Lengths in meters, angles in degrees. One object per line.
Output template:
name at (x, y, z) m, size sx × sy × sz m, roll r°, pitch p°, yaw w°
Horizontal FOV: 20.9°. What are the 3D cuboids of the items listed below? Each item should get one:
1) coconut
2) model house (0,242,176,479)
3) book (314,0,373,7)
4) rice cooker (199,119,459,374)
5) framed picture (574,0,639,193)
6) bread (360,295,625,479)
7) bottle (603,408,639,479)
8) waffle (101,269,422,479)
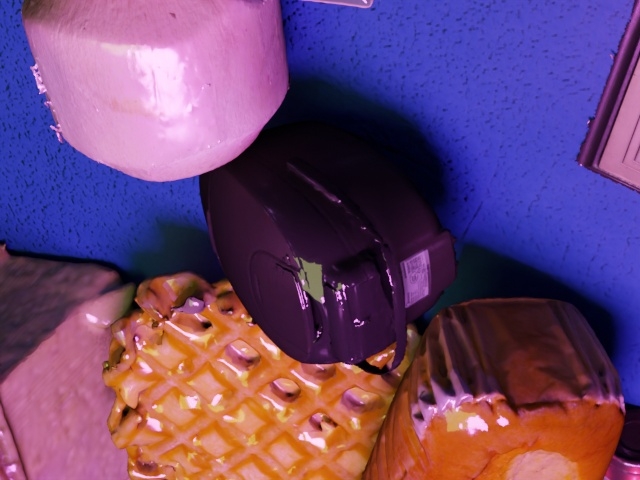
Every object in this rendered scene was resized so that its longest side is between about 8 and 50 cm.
coconut at (-0.107, -0.137, 1.101) m, size 0.171 × 0.171 × 0.182 m, roll 6°, pitch 126°, yaw 30°
model house at (-0.312, 0.167, 1.420) m, size 0.321 × 0.266 × 0.261 m, roll 5°, pitch 123°, yaw 31°
book at (-0.150, -0.267, 0.955) m, size 0.379 × 0.031 × 0.264 m, roll 8°, pitch 122°, yaw 8°
rice cooker at (0.000, 0.001, 1.145) m, size 0.203 × 0.118 × 0.142 m, roll 38°, pitch 146°, yaw 43°
framed picture at (0.261, -0.073, 1.016) m, size 0.199 × 0.010 × 0.195 m, roll 26°, pitch 135°, yaw 14°
bread at (0.104, 0.164, 1.200) m, size 0.153 × 0.119 × 0.288 m, roll 1°, pitch 137°, yaw -17°
bottle at (0.222, 0.197, 1.232) m, size 0.060 × 0.060 × 0.164 m, roll 16°, pitch 132°, yaw 23°
waffle at (-0.040, 0.131, 1.311) m, size 0.262 × 0.060 × 0.280 m, roll 5°, pitch 125°, yaw 14°
